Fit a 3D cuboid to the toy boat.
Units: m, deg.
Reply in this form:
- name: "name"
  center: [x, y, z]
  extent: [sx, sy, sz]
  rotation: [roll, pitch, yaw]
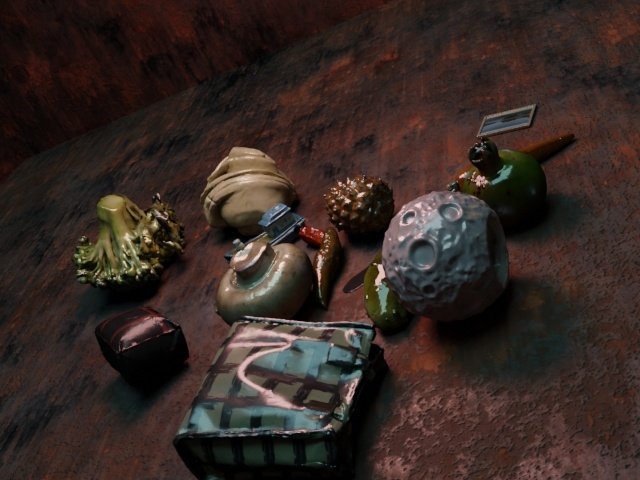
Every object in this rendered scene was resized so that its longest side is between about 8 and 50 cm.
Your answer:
- name: "toy boat"
  center: [-0.152, -0.009, 2.199]
  extent: [0.238, 0.098, 0.109]
  rotation: [-37, 25, -14]

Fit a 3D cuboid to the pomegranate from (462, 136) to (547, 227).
- name: "pomegranate"
  center: [0.398, -0.132, 1.781]
  extent: [0.179, 0.210, 0.179]
  rotation: [-2, 39, 2]

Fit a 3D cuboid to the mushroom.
- name: "mushroom"
  center: [-0.136, 0.105, 1.904]
  extent: [0.255, 0.184, 0.255]
  rotation: [-17, 39, 15]

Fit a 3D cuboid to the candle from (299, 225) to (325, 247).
- name: "candle"
  center: [0.000, 0.000, 2.088]
  extent: [0.048, 0.053, 0.162]
  rotation: [-10, 20, -36]

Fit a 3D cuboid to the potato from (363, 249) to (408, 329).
- name: "potato"
  center: [0.149, 0.097, 1.745]
  extent: [0.117, 0.090, 0.225]
  rotation: [-9, 40, 23]

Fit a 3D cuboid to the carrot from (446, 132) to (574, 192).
- name: "carrot"
  center: [0.455, -0.181, 1.972]
  extent: [0.336, 0.069, 0.069]
  rotation: [-22, 28, 0]

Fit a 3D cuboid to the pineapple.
- name: "pineapple"
  center: [0.086, -0.088, 2.050]
  extent: [0.193, 0.166, 0.166]
  rotation: [2, 40, 44]

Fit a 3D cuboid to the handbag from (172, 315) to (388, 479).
- name: "handbag"
  center: [-0.064, 0.290, 1.549]
  extent: [0.327, 0.162, 0.325]
  rotation: [-7, 36, 26]

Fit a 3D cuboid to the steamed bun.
- name: "steamed bun"
  center: [-0.220, -0.147, 2.378]
  extent: [0.276, 0.203, 0.289]
  rotation: [-21, 29, 15]

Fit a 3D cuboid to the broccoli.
- name: "broccoli"
  center: [-0.549, 0.017, 2.409]
  extent: [0.324, 0.272, 0.334]
  rotation: [29, 44, 13]

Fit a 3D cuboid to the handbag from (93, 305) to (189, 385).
- name: "handbag"
  center: [-0.422, 0.244, 1.964]
  extent: [0.169, 0.155, 0.215]
  rotation: [-26, 23, -25]

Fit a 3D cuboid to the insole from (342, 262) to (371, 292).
- name: "insole"
  center: [0.110, 0.073, 1.916]
  extent: [0.152, 0.002, 0.053]
  rotation: [-42, 30, -23]

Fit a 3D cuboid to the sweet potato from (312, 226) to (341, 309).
- name: "sweet potato"
  center: [0.012, 0.061, 1.959]
  extent: [0.067, 0.067, 0.274]
  rotation: [-16, 40, 24]

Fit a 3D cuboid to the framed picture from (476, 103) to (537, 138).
- name: "framed picture"
  center: [0.496, -0.317, 2.203]
  extent: [0.149, 0.011, 0.109]
  rotation: [-10, 33, 32]

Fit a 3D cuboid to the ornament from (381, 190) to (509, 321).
- name: "ornament"
  center: [0.234, 0.032, 1.592]
  extent: [0.225, 0.259, 0.259]
  rotation: [-9, 33, 27]
